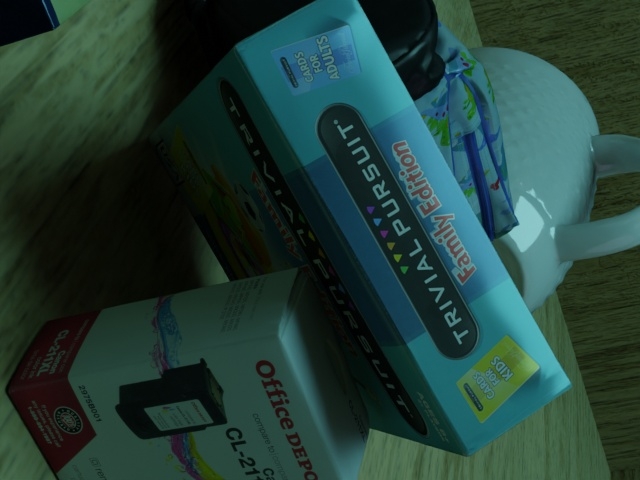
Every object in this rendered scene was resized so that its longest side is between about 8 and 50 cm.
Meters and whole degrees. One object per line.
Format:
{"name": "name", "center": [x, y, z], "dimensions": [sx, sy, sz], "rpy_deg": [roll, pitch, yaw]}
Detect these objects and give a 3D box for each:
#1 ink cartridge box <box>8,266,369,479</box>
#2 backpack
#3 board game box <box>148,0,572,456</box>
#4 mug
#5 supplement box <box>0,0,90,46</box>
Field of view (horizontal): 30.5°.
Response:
{"name": "ink cartridge box", "center": [-0.074, 0.100, 0.704], "dimensions": [0.072, 0.175, 0.127], "rpy_deg": [-72, 144, -57]}
{"name": "backpack", "center": [0.042, -0.090, 1.074], "dimensions": [0.290, 0.273, 0.355], "rpy_deg": [45, -29, 45]}
{"name": "board game box", "center": [0.000, 0.000, 0.784], "dimensions": [0.253, 0.079, 0.336], "rpy_deg": [60, -15, -5]}
{"name": "mug", "center": [0.233, -0.048, 1.411], "dimensions": [0.328, 0.374, 0.276], "rpy_deg": [-64, 143, -53]}
{"name": "supplement box", "center": [-0.185, -0.151, 0.688], "dimensions": [0.083, 0.083, 0.056], "rpy_deg": [-67, 141, -60]}
